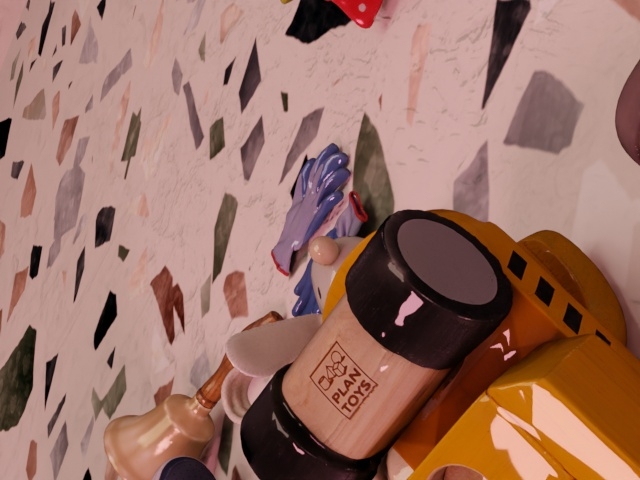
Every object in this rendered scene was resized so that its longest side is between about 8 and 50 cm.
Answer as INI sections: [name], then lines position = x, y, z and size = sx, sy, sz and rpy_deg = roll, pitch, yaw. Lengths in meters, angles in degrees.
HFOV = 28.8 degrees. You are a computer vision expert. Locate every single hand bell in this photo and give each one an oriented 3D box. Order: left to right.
[hand bell]
position = -0.118, 0.167, 1.364
size = 0.242, 0.126, 0.126
rpy_deg = -48, 36, 21

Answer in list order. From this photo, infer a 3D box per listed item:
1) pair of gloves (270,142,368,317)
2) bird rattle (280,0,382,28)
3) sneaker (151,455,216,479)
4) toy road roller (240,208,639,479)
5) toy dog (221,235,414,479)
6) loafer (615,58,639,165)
[pair of gloves]
position = 0.000, 0.000, 1.275
size = 0.159, 0.023, 0.198
rpy_deg = -63, 28, 26
[bird rattle]
position = 0.017, -0.345, 1.310
size = 0.207, 0.143, 0.253
rpy_deg = -60, 29, -6
[sneaker]
position = -0.092, 0.312, 1.206
size = 0.153, 0.099, 0.282
rpy_deg = -55, 39, 43
[toy road roller]
position = 0.136, 0.121, 0.813
size = 0.329, 0.240, 0.202
rpy_deg = 45, 125, 17
[toy dog]
position = 0.005, 0.110, 1.021
size = 0.220, 0.161, 0.334
rpy_deg = -39, 38, 3
[loafer]
position = 0.302, -0.148, 0.668
size = 0.130, 0.133, 0.366
rpy_deg = -110, 33, -43
